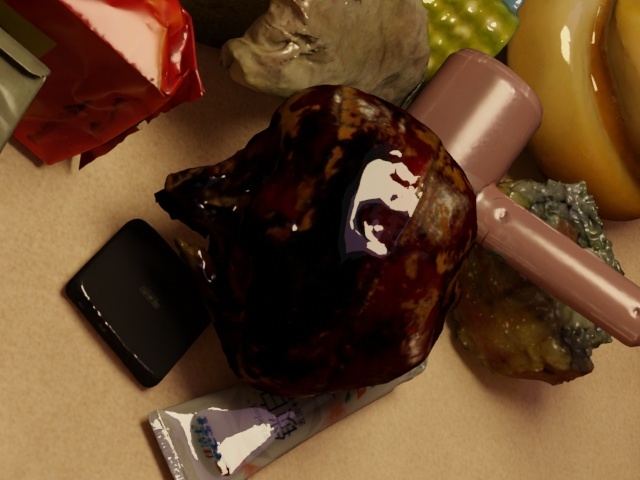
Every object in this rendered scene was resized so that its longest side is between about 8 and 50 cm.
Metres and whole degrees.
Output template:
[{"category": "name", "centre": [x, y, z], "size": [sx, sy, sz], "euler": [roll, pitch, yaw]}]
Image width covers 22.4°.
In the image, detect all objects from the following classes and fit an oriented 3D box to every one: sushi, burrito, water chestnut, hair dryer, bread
[{"category": "sushi", "centre": [0.227, 0.027, 1.788], "size": [0.184, 0.139, 0.274], "euler": [-14, 82, -44]}, {"category": "burrito", "centre": [0.023, -0.197, 1.592], "size": [0.107, 0.175, 0.348], "euler": [46, 11, 22]}, {"category": "water chestnut", "centre": [0.000, 0.000, 1.494], "size": [0.244, 0.289, 0.289], "euler": [-8, 77, -52]}, {"category": "hair dryer", "centre": [0.218, -0.019, 1.654], "size": [0.352, 0.125, 0.210], "euler": [36, 83, 10]}, {"category": "bread", "centre": [0.379, -0.204, 1.939], "size": [0.424, 0.245, 0.329], "euler": [13, 57, -56]}]

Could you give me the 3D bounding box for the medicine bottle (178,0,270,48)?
[{"category": "medicine bottle", "centre": [-0.067, -0.365, 1.677], "size": [0.151, 0.151, 0.322], "euler": [34, 52, -28]}]

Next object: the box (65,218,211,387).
[{"category": "box", "centre": [-0.163, 0.055, 1.496], "size": [0.126, 0.027, 0.125], "euler": [52, 43, -12]}]

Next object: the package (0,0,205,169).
[{"category": "package", "centre": [-0.295, -0.242, 1.379], "size": [0.423, 0.196, 0.123], "euler": [41, 45, -22]}]

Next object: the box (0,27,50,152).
[{"category": "box", "centre": [-0.365, -0.135, 1.296], "size": [0.231, 0.155, 0.149], "euler": [42, 49, -23]}]

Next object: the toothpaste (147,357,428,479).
[{"category": "toothpaste", "centre": [-0.024, 0.156, 1.559], "size": [0.323, 0.066, 0.100], "euler": [-22, 88, -41]}]

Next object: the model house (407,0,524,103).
[{"category": "model house", "centre": [0.099, -0.313, 1.780], "size": [0.237, 0.215, 0.303], "euler": [39, 78, -24]}]
